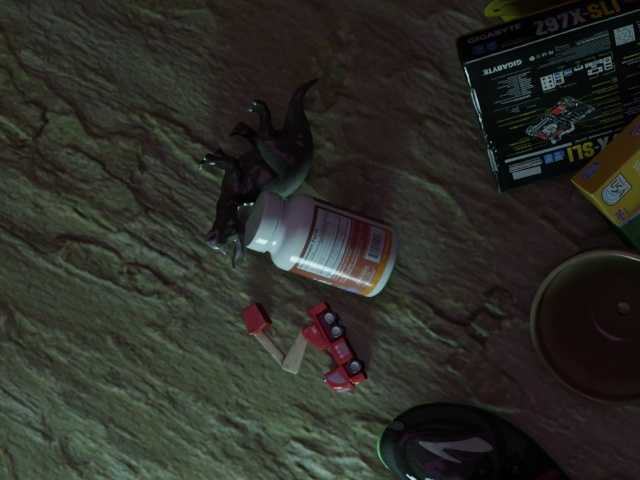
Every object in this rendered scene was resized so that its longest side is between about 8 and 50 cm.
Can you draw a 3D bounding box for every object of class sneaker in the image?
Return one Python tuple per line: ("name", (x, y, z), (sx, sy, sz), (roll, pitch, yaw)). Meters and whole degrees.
("sneaker", (0.299, 0.392, 1.703), (0.483, 0.202, 0.185), (33, 90, 12))

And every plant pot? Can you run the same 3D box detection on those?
("plant pot", (0.435, 0.114, 1.735), (0.237, 0.110, 0.237), (6, 107, 22))

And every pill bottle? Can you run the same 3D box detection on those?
("pill bottle", (0.000, 0.000, 1.801), (0.216, 0.121, 0.121), (19, 88, -15))

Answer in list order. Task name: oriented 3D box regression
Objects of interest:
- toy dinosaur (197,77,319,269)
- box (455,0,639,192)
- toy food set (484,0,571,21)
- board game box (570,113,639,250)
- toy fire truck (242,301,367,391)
("toy dinosaur", (-0.088, -0.120, 1.888), (0.160, 0.121, 0.313), (42, 88, 0))
("box", (0.383, -0.226, 1.732), (0.322, 0.257, 0.079), (-17, 42, 9))
("toy food set", (0.362, -0.380, 1.812), (0.218, 0.128, 0.071), (0, 76, 9))
("board game box", (0.552, -0.113, 1.708), (0.316, 0.064, 0.242), (-45, 119, 4))
("toy fire truck", (-0.025, 0.165, 1.865), (0.135, 0.047, 0.192), (-29, 81, 7))
